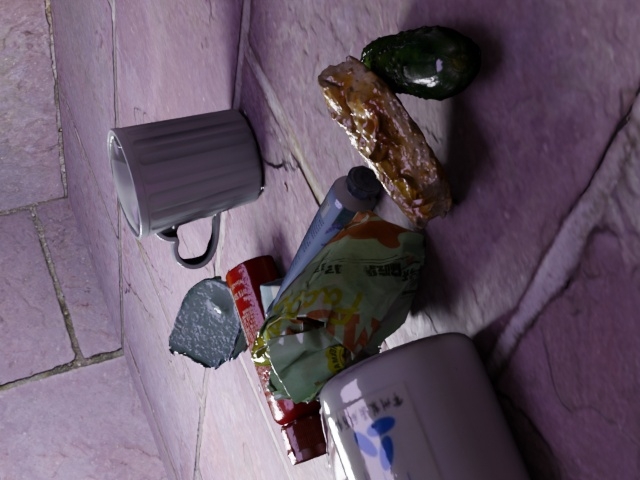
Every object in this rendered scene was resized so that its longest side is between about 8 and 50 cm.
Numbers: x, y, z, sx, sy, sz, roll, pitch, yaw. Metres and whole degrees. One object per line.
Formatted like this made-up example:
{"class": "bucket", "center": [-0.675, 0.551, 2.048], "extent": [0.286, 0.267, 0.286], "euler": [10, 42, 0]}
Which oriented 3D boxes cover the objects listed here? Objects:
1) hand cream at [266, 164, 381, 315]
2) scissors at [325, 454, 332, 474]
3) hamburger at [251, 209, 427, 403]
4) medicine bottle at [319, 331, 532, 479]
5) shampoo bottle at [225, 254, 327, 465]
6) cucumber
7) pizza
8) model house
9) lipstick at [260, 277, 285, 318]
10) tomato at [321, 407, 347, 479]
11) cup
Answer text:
{"class": "hand cream", "center": [0.000, 0.000, 1.313], "extent": [0.055, 0.088, 0.256], "euler": [36, 137, -1]}
{"class": "scissors", "center": [0.022, 0.356, 1.676], "extent": [0.100, 0.015, 0.189], "euler": [121, 133, -63]}
{"class": "hamburger", "center": [0.006, 0.090, 1.182], "extent": [0.125, 0.214, 0.235], "euler": [45, 149, 6]}
{"class": "medicine bottle", "center": [0.122, 0.249, 1.062], "extent": [0.170, 0.170, 0.293], "euler": [121, 130, -65]}
{"class": "shampoo bottle", "center": [-0.061, 0.180, 1.672], "extent": [0.118, 0.076, 0.314], "euler": [-44, 63, 59]}
{"class": "cucumber", "center": [0.085, -0.162, 1.008], "extent": [0.227, 0.069, 0.069], "euler": [-155, 52, -71]}
{"class": "pizza", "center": [0.072, -0.076, 1.019], "extent": [0.182, 0.062, 0.161], "euler": [57, 172, -26]}
{"class": "model house", "center": [-0.157, 0.133, 1.837], "extent": [0.119, 0.149, 0.148], "euler": [22, 98, 20]}
{"class": "lipstick", "center": [-0.002, 0.084, 1.442], "extent": [0.317, 0.066, 0.068], "euler": [175, 82, -71]}
{"class": "tomato", "center": [0.072, 0.255, 1.300], "extent": [0.199, 0.112, 0.228], "euler": [-116, 19, -49]}
{"class": "cup", "center": [-0.203, -0.085, 1.672], "extent": [0.167, 0.202, 0.221], "euler": [-130, 30, -51]}
